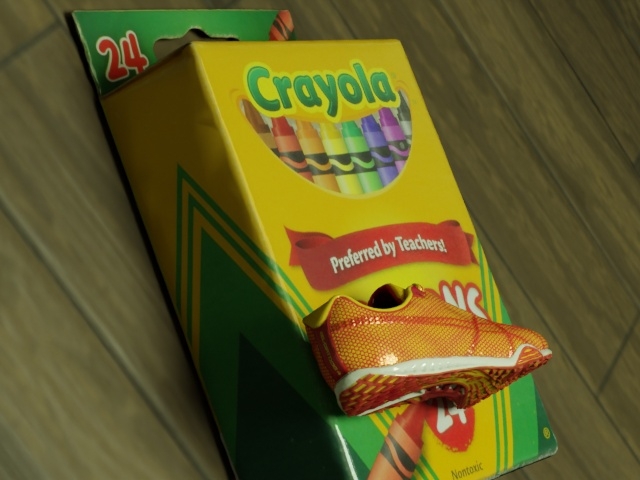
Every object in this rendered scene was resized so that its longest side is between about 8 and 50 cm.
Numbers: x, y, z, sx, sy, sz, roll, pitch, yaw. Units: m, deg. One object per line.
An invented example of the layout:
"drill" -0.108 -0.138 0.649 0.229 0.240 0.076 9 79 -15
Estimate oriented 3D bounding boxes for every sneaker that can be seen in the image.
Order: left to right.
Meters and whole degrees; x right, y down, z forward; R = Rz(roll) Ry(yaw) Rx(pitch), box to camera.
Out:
"sneaker" 0.063 0.050 0.953 0.175 0.064 0.067 8 53 -52

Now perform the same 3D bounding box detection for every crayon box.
"crayon box" 0.000 0.000 1.027 0.202 0.081 0.318 -11 77 -53
